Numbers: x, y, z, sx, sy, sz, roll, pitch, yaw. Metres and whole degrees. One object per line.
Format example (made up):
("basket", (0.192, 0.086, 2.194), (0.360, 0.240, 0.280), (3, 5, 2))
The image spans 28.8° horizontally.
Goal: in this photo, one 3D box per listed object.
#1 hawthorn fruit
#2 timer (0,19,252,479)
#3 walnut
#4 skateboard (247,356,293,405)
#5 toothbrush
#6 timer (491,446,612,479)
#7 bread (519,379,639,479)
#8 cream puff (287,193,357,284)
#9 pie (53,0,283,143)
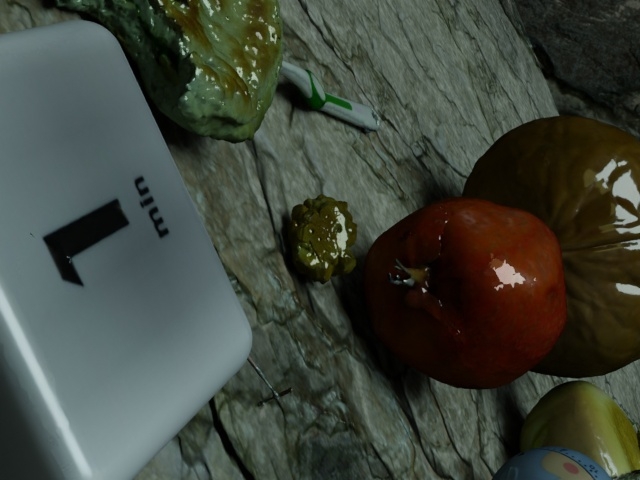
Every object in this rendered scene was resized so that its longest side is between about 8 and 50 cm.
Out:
("hawthorn fruit", (0.136, 0.051, 1.297), (0.299, 0.211, 0.211), (7, 63, -56))
("timer", (-0.173, 0.028, 0.563), (0.194, 0.192, 0.195), (65, 21, -8))
("walnut", (0.344, 0.006, 1.676), (0.354, 0.307, 0.398), (69, 21, 0))
("skateboard", (-0.056, 0.091, 1.021), (0.083, 0.032, 0.064), (57, 13, -21))
("toothbrush", (-0.005, -0.165, 1.369), (0.418, 0.040, 0.042), (7, 61, -66))
("timer", (0.240, 0.310, 1.343), (0.255, 0.175, 0.175), (-3, 73, -67))
("bread", (0.329, 0.269, 1.633), (0.260, 0.158, 0.156), (18, 43, -63))
("cream puff", (0.000, 0.000, 1.209), (0.083, 0.083, 0.058), (57, -20, 2))
("pie", (-0.127, -0.217, 1.062), (0.302, 0.066, 0.303), (41, 32, -33))
